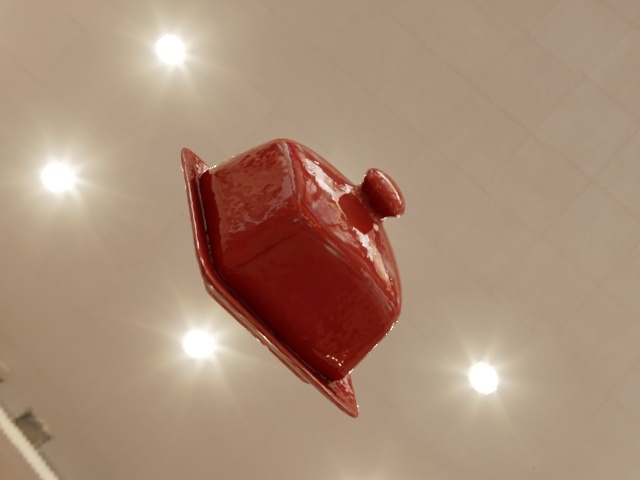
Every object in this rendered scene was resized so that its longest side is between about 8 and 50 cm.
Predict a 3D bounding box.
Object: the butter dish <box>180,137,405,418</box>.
[{"bbox_3d":[0.000,0.000,0.820,0.118,0.160,0.160,-37,-148,12],"label":"butter dish"}]
